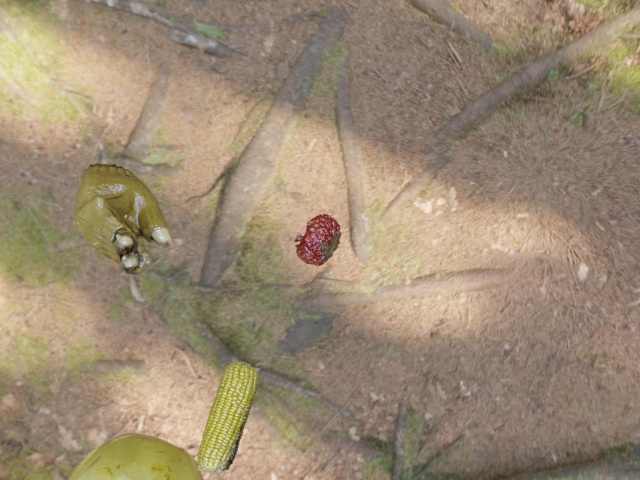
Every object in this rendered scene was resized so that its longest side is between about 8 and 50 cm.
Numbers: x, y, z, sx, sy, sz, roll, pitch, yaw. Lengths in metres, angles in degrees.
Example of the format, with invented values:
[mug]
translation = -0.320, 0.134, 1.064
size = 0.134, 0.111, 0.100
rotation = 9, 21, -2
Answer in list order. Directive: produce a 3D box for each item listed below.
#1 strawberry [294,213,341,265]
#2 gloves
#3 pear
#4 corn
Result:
[strawberry]
translation = 0.000, 0.000, 1.469
size = 0.086, 0.145, 0.145
rotation = 23, 104, 24
[gloves]
translation = -0.477, -0.048, 1.352
size = 0.356, 0.203, 0.155
rotation = 53, 124, 46
[pear]
translation = -0.429, 0.621, 1.307
size = 0.348, 0.348, 0.348
rotation = 3, 97, 21
[corn]
translation = -0.167, 0.318, 1.030
size = 0.072, 0.072, 0.203
rotation = 3, 56, 21
